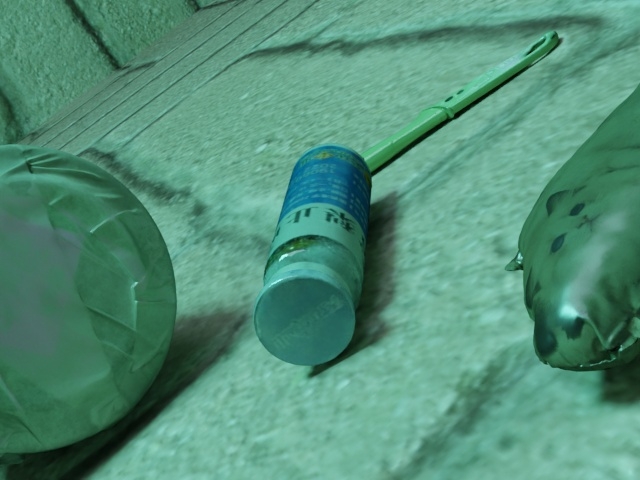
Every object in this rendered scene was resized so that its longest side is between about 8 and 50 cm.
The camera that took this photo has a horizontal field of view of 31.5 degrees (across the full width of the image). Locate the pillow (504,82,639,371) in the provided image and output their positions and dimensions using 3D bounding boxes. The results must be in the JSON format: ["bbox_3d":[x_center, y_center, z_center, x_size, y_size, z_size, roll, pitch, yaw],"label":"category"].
[{"bbox_3d":[0.137,-0.036,0.432,0.241,0.051,0.093,-47,20,-26],"label":"pillow"}]

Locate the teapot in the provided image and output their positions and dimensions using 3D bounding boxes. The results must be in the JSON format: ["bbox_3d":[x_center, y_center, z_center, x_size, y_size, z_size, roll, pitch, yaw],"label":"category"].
[{"bbox_3d":[-0.180,0.069,0.654,0.163,0.221,0.178,0,-8,-23],"label":"teapot"}]

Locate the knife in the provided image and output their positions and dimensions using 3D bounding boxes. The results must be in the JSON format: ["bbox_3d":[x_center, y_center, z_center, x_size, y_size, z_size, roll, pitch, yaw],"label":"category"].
[{"bbox_3d":[0.069,-0.077,0.743,0.207,0.014,0.030,-33,17,3],"label":"knife"}]

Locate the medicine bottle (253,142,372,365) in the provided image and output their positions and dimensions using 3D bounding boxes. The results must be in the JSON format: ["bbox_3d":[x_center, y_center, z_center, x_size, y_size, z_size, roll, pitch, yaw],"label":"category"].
[{"bbox_3d":[0.000,0.000,0.597,0.051,0.051,0.191,-31,16,15],"label":"medicine bottle"}]
